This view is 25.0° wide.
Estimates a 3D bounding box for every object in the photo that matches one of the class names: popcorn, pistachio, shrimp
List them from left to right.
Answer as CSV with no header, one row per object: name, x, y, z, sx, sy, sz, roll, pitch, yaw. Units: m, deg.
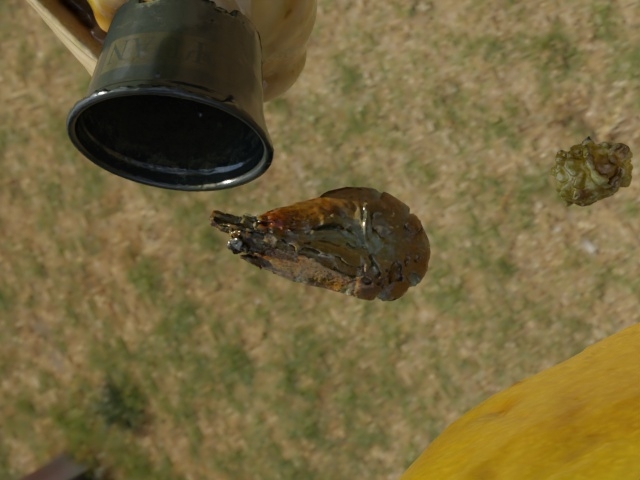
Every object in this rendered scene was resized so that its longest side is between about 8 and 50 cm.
pistachio,-0.143,-0.235,1.242,0.321,0.238,0.229,37,115,-22
shrimp,0.000,0.000,1.139,0.043,0.184,0.091,156,117,-70
popcorn,0.264,-0.067,1.388,0.083,0.082,0.057,-34,68,37

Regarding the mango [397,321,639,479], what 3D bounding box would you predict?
mango,0.107,0.084,0.438,0.177,0.317,0.119,-9,89,39

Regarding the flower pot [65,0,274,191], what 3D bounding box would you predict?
flower pot,-0.109,-0.118,1.101,0.157,0.157,0.106,-26,53,49
